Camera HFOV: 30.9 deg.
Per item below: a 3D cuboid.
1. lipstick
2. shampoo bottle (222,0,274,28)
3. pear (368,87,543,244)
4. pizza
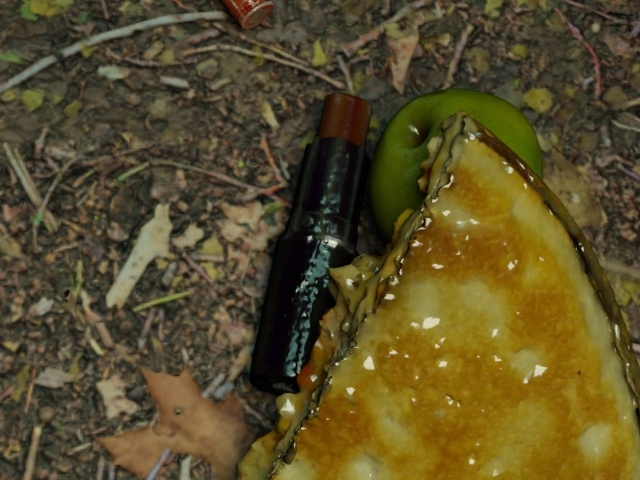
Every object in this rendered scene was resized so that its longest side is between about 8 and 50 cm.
[{"bbox_3d":[0.000,0.000,1.071,0.081,0.081,0.300,15,71,-5],"label":"lipstick"},{"bbox_3d":[-0.126,-0.311,1.174,0.108,0.051,0.221,-33,79,-22],"label":"shampoo bottle"},{"bbox_3d":[0.143,-0.043,1.082,0.216,0.166,0.180,35,32,-37],"label":"pear"},{"bbox_3d":[0.072,0.148,0.980,0.406,0.130,0.440,-26,106,-3],"label":"pizza"}]
